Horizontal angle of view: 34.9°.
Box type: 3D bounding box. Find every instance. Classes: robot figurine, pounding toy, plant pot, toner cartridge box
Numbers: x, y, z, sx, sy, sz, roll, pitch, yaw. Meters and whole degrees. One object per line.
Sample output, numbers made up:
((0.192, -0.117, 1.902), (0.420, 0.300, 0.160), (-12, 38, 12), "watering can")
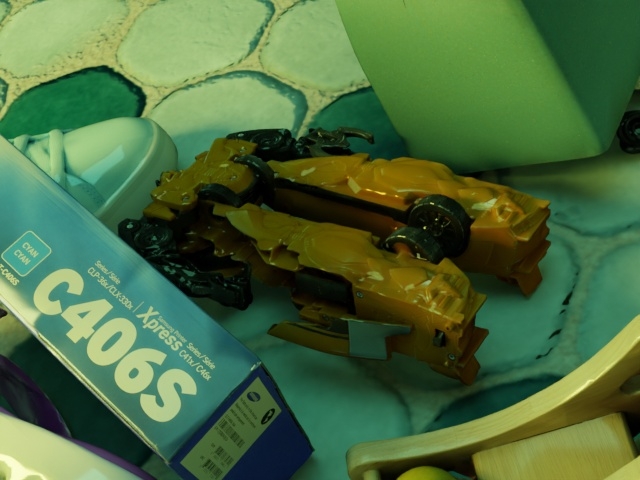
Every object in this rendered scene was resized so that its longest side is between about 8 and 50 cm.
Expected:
((0.000, 0.000, 0.725), (0.291, 0.085, 0.211), (15, 41, 31), "robot figurine")
((0.153, 0.144, 0.497), (0.269, 0.154, 0.155), (-14, 45, 7), "pounding toy")
((0.114, -0.194, 0.746), (0.165, 0.234, 0.165), (-5, 43, 43), "plant pot")
((-0.163, 0.029, 0.656), (0.348, 0.165, 0.075), (38, 73, 25), "toner cartridge box")

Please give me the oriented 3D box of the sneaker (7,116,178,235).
((-0.302, -0.034, 0.837), (0.366, 0.150, 0.135), (-25, 45, -4), "sneaker")

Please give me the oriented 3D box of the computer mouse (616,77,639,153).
((0.263, -0.150, 0.815), (0.106, 0.042, 0.193), (-16, 45, 6), "computer mouse")

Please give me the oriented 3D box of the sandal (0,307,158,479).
((-0.227, 0.100, 0.678), (0.416, 0.169, 0.102), (24, 65, 21), "sandal")
